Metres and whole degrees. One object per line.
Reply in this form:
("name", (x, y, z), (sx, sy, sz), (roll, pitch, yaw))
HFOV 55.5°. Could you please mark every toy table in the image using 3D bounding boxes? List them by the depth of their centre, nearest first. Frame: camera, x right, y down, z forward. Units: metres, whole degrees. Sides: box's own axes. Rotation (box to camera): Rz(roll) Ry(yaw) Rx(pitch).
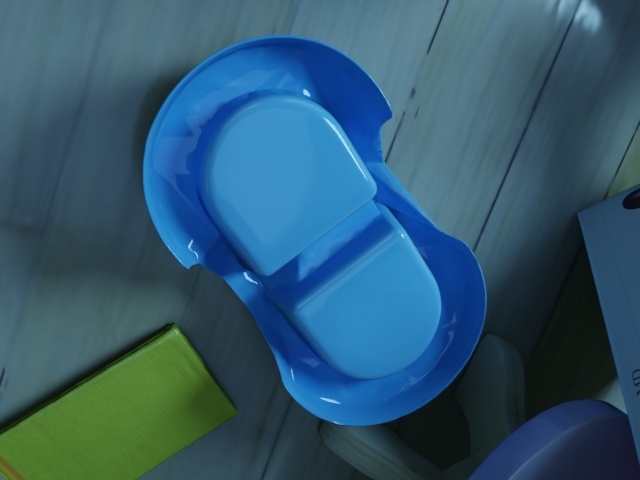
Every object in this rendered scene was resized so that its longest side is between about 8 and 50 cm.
("toy table", (0.129, 0.225, 0.504), (0.252, 0.161, 0.274), (35, 92, -24))

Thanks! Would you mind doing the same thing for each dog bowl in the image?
("dog bowl", (0.000, 0.000, 0.437), (0.166, 0.074, 0.297), (-37, 114, -5))

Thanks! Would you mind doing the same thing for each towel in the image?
("towel", (-0.187, 0.161, 0.456), (0.237, 0.021, 0.102), (-32, 119, -8))

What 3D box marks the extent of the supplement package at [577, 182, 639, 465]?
("supplement package", (0.327, 0.090, 0.457), (0.145, 0.262, 0.204), (-31, 120, 32))
